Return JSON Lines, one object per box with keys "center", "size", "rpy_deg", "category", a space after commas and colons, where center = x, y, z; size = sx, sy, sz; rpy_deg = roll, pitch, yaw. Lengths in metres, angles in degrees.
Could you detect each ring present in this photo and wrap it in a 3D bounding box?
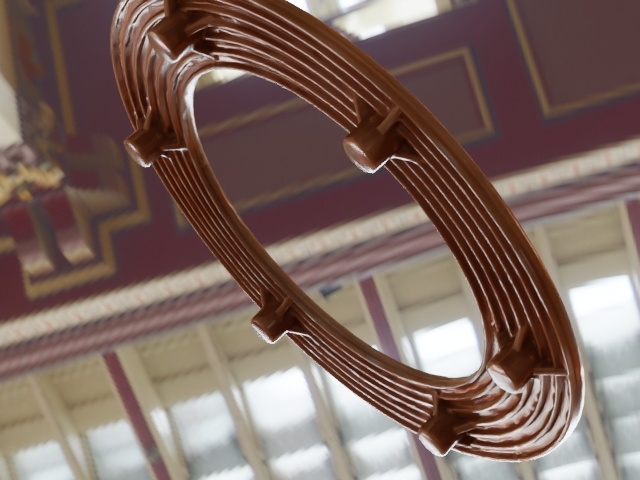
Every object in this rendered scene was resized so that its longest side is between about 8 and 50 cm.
{"center": [0.000, 0.000, 0.890], "size": [0.336, 0.337, 0.032], "rpy_deg": [35, -114, 26], "category": "ring"}
